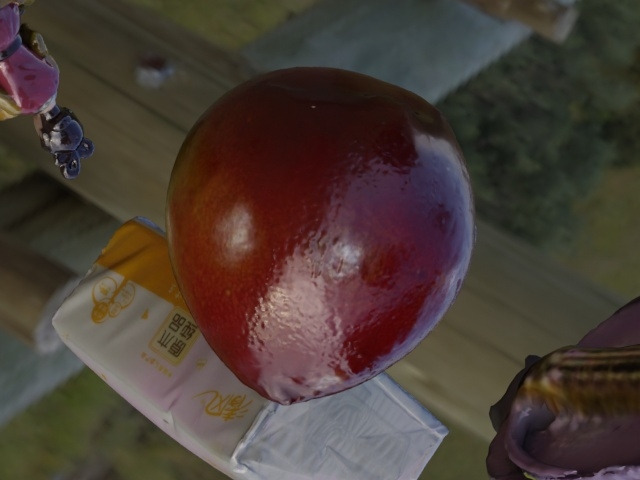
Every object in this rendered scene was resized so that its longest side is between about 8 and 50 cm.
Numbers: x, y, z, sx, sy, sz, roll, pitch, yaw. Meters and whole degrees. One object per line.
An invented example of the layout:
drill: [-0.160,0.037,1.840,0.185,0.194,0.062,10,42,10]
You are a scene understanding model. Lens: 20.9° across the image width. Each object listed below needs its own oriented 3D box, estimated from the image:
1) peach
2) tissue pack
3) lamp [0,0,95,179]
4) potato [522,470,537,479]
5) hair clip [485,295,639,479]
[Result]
peach: [0.000,0.000,0.992,0.197,0.197,0.197,-48,159,-26]
tissue pack: [-0.053,0.101,1.244,0.124,0.225,0.185,-56,137,-5]
lamp: [-0.271,-0.161,1.383,0.118,0.118,0.253,-49,130,-23]
potato: [0.192,0.290,0.989,0.280,0.213,0.330,116,-24,-51]
hair clip: [0.180,0.035,0.602,0.359,0.096,0.110,-21,-121,61]
